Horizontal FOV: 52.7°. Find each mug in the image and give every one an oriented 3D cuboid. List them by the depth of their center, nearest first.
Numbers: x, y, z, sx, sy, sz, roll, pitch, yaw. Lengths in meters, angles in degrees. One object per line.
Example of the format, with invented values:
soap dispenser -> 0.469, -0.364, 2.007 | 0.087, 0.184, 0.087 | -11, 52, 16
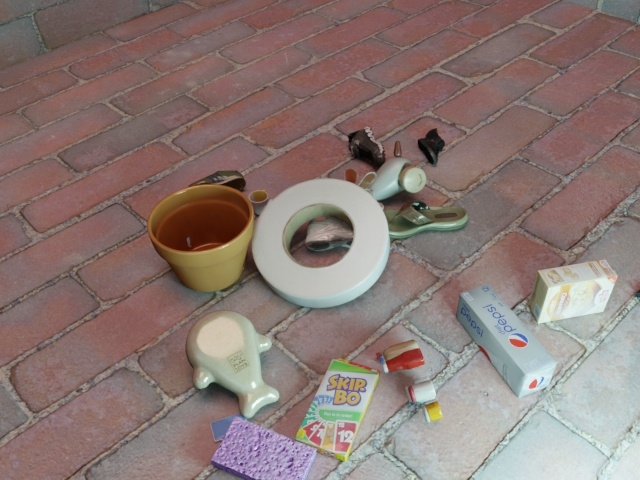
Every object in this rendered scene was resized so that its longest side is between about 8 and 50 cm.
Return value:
mug -> -0.189, -0.120, 2.061 | 0.078, 0.064, 0.062 | -32, 49, -28

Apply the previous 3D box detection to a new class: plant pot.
plant pot -> -0.323, 0.006, 1.832 | 0.291, 0.203, 0.291 | -2, 43, 2

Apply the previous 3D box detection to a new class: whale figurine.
whale figurine -> -0.215, 0.304, 1.581 | 0.216, 0.141, 0.272 | -30, 73, -26

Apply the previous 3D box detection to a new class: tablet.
tablet -> -0.212, 0.435, 1.507 | 0.083, 0.006, 0.054 | -15, 44, -13

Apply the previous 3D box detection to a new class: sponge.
sponge -> -0.126, 0.479, 1.431 | 0.210, 0.031, 0.117 | 17, 48, 18

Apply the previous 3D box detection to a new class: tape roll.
tape roll -> 0.000, 0.000, 1.825 | 0.392, 0.072, 0.392 | -4, 62, 8

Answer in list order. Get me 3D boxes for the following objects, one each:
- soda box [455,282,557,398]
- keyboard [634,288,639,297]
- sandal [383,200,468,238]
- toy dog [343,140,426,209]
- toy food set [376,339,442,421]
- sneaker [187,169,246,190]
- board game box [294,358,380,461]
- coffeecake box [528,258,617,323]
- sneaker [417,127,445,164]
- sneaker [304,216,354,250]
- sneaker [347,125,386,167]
soda box -> 0.452, 0.243, 1.605 | 0.091, 0.098, 0.286 | -17, 45, -16
keyboard -> 0.925, 0.177, 1.703 | 0.108, 0.023, 0.180 | -30, 48, -34
sandal -> 0.301, -0.082, 1.972 | 0.303, 0.086, 0.120 | -8, 43, -5
toy dog -> 0.171, -0.200, 2.033 | 0.334, 0.161, 0.220 | -30, 21, -31
toy food set -> 0.202, 0.324, 1.530 | 0.105, 0.111, 0.232 | -17, 44, 3
sneaker -> -0.349, -0.192, 2.157 | 0.192, 0.064, 0.086 | -12, 36, -10
board game box -> 0.047, 0.385, 1.526 | 0.124, 0.039, 0.259 | 14, 43, 17
coffeecake box -> 0.651, 0.133, 1.678 | 0.186, 0.142, 0.068 | -10, 44, -6
sneaker -> 0.400, -0.331, 2.261 | 0.089, 0.051, 0.170 | -16, 41, -7
sneaker -> 0.067, -0.038, 1.915 | 0.232, 0.090, 0.115 | -2, 66, 0
sneaker -> 0.155, -0.315, 2.246 | 0.106, 0.078, 0.234 | -14, 40, -7
